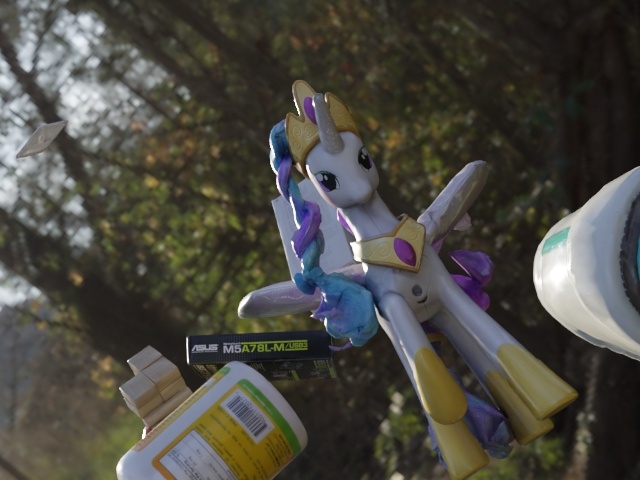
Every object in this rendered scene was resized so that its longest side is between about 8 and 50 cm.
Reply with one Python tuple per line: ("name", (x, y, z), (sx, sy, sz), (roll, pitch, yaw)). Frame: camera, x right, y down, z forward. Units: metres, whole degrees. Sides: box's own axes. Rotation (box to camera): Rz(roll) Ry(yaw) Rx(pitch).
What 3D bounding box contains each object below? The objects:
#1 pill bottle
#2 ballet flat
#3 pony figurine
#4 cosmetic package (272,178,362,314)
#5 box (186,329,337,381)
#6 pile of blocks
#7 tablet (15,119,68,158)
("pill bottle", (-0.145, 0.265, 1.472), (0.245, 0.136, 0.136), (-41, -3, -20))
("ballet flat", (0.291, 0.059, 0.722), (0.139, 0.400, 0.139), (-51, 27, 39))
("pony figurine", (0.083, 0.043, 1.217), (0.302, 0.363, 0.351), (-32, -16, -5))
("cosmetic package", (0.000, 0.000, 1.867), (0.099, 0.060, 0.239), (-32, 36, 12))
("box", (-0.071, 0.154, 1.683), (0.191, 0.184, 0.045), (75, -169, -76))
("pile of blocks", (-0.189, 0.330, 1.901), (0.112, 0.362, 0.149), (-35, -14, -22))
("tablet", (-0.397, -0.144, 1.826), (0.054, 0.006, 0.083), (-21, -13, -47))
